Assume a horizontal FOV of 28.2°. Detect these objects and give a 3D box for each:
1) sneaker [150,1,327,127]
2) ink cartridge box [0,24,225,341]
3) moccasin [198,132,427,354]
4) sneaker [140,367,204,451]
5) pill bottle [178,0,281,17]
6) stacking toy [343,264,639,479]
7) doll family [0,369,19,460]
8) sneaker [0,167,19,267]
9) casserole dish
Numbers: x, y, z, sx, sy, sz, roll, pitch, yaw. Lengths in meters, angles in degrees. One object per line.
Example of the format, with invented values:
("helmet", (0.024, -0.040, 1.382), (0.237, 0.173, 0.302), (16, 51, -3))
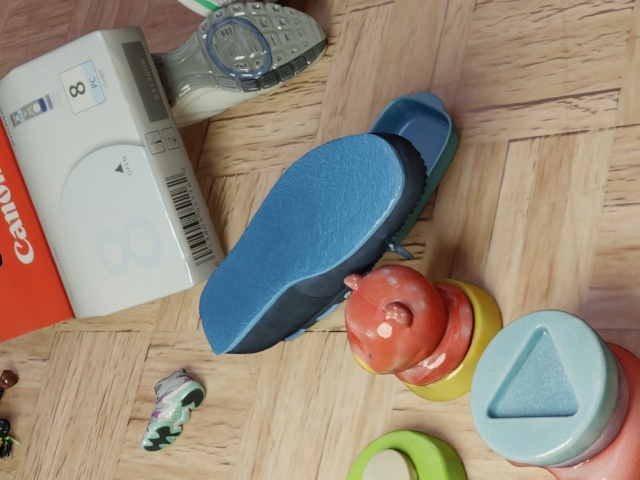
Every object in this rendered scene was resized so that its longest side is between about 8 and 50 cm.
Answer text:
("sneaker", (-0.128, -0.207, 1.556), (0.297, 0.129, 0.111), (-16, 83, 15))
("ink cartridge box", (-0.330, -0.050, 1.537), (0.385, 0.091, 0.308), (-18, 95, 28))
("moccasin", (0.000, 0.000, 1.270), (0.342, 0.117, 0.138), (-39, 60, 43))
("sneaker", (-0.178, 0.189, 1.452), (0.098, 0.038, 0.069), (-48, 41, 0))
("pill bottle", (-0.043, -0.437, 1.484), (0.361, 0.204, 0.204), (-42, 44, 37))
("stacking toy", (0.112, 0.166, 1.109), (0.309, 0.130, 0.279), (18, 81, 48))
("doll family", (-0.441, 0.241, 1.652), (0.111, 0.076, 0.193), (-49, 40, 20))
("sneaker", (-0.408, -0.081, 1.753), (0.410, 0.158, 0.182), (-19, 44, 32))
("casserole dish", (0.079, -0.066, 1.337), (0.114, 0.037, 0.188), (33, 92, 48))
